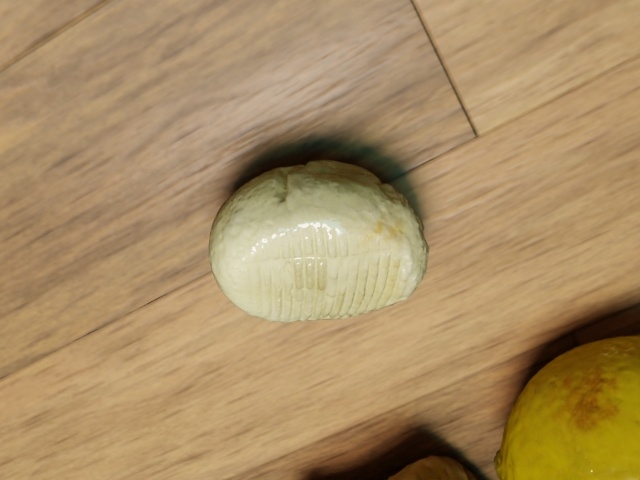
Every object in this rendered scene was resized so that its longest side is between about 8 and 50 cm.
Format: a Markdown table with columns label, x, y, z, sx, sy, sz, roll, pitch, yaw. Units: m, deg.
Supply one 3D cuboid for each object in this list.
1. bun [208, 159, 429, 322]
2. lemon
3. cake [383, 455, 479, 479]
| label | x | y | z | sx | sy | sz | roll | pitch | yaw |
| --- | --- | --- | --- | --- | --- | --- | --- | --- | --- |
| bun | 0.000 | 0.000 | 0.598 | 0.188 | 0.111 | 0.164 | -6 | 138 | -2 |
| lemon | 0.307 | 0.210 | 0.645 | 0.267 | 0.267 | 0.267 | -1 | 121 | -1 |
| cake | 0.061 | 0.427 | 0.731 | 0.321 | 0.332 | 0.332 | -35 | 116 | 24 |
